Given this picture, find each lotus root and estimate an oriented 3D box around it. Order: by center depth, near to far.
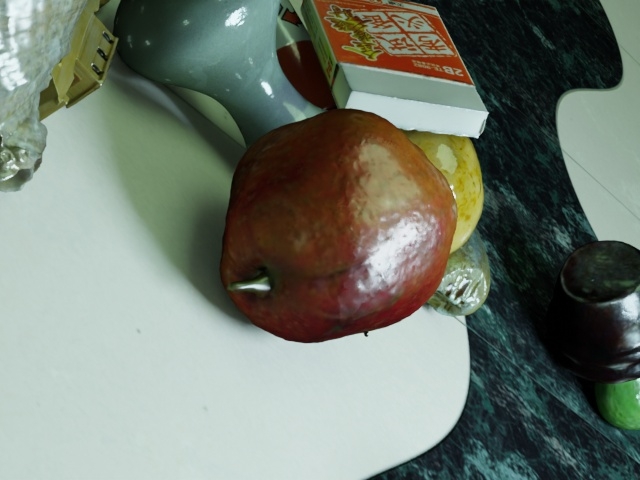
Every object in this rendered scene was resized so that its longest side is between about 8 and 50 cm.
[{"bbox_3d":[0.135,0.005,1.940,0.113,0.088,0.192,30,32,-28],"label":"lotus root"}]

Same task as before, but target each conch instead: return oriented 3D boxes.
[{"bbox_3d":[-0.294,-0.229,1.386,0.297,0.210,0.352,1,53,-42],"label":"conch"}]

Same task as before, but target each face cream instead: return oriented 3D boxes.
[{"bbox_3d":[-0.057,-0.211,1.879,0.214,0.096,0.096,59,26,14],"label":"face cream"}]

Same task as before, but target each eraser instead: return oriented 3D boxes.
[{"bbox_3d":[0.075,-0.194,1.824,0.157,0.038,0.230,7,34,-19],"label":"eraser"}]

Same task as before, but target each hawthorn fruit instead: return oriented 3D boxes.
[{"bbox_3d":[0.000,0.000,1.595,0.224,0.224,0.261,50,48,-5],"label":"hawthorn fruit"}]

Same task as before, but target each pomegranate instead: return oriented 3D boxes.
[{"bbox_3d":[0.084,-0.057,1.830,0.196,0.196,0.196,40,28,-26],"label":"pomegranate"}]

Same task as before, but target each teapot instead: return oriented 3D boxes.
[{"bbox_3d":[-0.083,-0.178,1.721,0.251,0.183,0.183,54,23,-22],"label":"teapot"}]

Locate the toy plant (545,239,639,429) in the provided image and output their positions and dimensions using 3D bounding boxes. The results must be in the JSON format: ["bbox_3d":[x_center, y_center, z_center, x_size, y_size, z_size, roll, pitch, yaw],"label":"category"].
[{"bbox_3d":[0.376,0.116,2.138,0.218,0.175,0.235,-82,157,-49],"label":"toy plant"}]

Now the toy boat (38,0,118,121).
[{"bbox_3d":[-0.233,-0.169,1.571,0.077,0.057,0.200,49,24,-23],"label":"toy boat"}]

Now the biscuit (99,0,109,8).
[{"bbox_3d":[-0.272,-0.290,1.693,0.220,0.029,0.142,-1,57,-60],"label":"biscuit"}]
